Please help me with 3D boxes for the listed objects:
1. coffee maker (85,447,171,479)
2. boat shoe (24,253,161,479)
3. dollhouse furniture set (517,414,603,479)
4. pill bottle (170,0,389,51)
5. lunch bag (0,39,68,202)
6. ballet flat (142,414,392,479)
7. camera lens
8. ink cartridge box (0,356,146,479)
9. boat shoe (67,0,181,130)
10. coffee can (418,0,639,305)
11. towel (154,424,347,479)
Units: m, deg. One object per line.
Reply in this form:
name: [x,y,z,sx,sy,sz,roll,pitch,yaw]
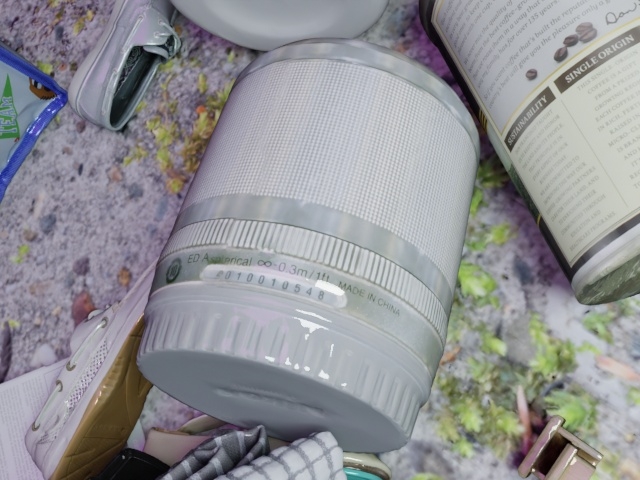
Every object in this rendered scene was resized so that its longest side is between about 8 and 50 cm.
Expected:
coffee maker: [-0.200,0.283,0.568,0.120,0.171,0.178,48,120,23]
boat shoe: [-0.203,0.105,0.686,0.096,0.098,0.277,28,80,30]
dollhouse furniture set: [0.114,0.183,0.493,0.101,0.182,0.161,34,89,27]
pill bottle: [-0.029,-0.423,0.706,0.229,0.229,0.408,-2,74,21]
lunch bag: [-0.554,-0.214,0.768,0.327,0.385,0.239,27,86,25]
ballet flat: [-0.056,0.187,0.624,0.248,0.086,0.086,-11,71,20]
camera lens: [0.000,0.000,0.545,0.219,0.219,0.274,4,59,23]
ink cartridge box: [-0.293,0.235,0.728,0.232,0.066,0.189,-21,66,-8]
boat shoe: [-0.204,-0.229,0.809,0.081,0.079,0.227,33,95,20]
coffee can: [0.221,-0.118,0.528,0.201,0.201,0.275,-27,66,12]
towel: [-0.082,0.289,0.463,0.121,0.235,0.284,-2,104,47]
